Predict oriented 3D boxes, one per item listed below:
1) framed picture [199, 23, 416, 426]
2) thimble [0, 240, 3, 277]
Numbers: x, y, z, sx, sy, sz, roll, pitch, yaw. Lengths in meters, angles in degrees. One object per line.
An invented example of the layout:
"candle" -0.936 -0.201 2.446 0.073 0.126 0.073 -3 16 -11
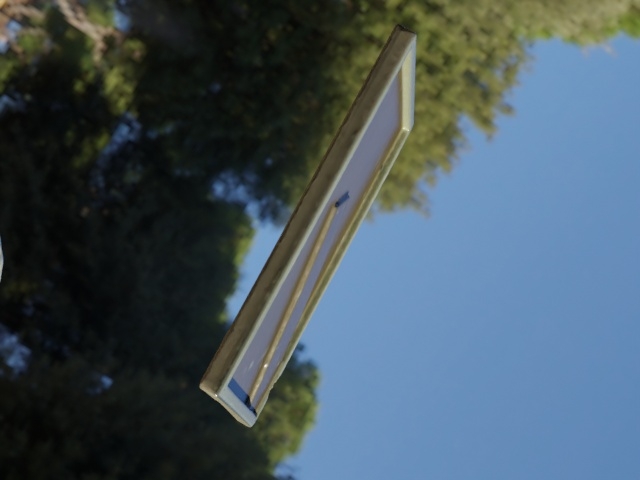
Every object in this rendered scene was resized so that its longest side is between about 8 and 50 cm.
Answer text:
"framed picture" 0.000 0.000 1.076 0.290 0.020 0.211 -62 170 -10
"thimble" -0.497 0.023 1.731 0.219 0.219 0.150 -48 -172 21
